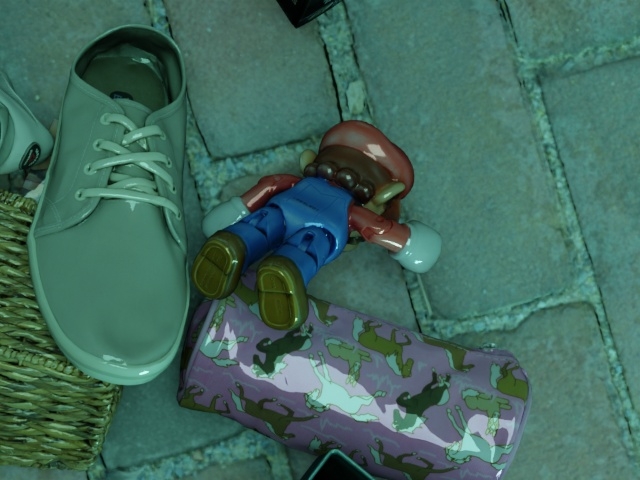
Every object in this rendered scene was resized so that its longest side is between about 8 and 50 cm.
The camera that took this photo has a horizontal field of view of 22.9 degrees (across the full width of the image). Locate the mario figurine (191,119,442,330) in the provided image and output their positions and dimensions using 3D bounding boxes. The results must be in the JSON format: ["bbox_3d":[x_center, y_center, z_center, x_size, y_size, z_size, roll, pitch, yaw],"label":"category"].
[{"bbox_3d":[0.000,0.000,1.722,0.198,0.170,0.320,53,42,-3],"label":"mario figurine"}]

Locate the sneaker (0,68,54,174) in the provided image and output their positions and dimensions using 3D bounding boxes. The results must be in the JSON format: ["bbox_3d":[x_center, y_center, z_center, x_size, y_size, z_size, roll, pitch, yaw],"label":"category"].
[{"bbox_3d":[-0.429,-0.174,1.746,0.330,0.146,0.122,41,106,20],"label":"sneaker"}]

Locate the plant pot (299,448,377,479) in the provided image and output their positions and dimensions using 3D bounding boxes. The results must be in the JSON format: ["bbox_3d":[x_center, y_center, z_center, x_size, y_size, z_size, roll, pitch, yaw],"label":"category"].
[{"bbox_3d":[0.013,0.333,1.672,0.165,0.234,0.165,39,81,-1],"label":"plant pot"}]

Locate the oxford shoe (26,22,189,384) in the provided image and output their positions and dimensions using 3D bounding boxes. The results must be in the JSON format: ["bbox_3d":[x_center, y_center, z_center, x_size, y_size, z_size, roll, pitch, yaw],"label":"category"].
[{"bbox_3d":[-0.209,-0.056,1.641,0.169,0.130,0.449,11,51,-17],"label":"oxford shoe"}]

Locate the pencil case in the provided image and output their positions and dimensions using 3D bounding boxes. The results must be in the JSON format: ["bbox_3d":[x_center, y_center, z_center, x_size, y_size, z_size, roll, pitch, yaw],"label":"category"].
[{"bbox_3d":[0.032,0.154,1.737,0.386,0.160,0.167,18,37,-5],"label":"pencil case"}]

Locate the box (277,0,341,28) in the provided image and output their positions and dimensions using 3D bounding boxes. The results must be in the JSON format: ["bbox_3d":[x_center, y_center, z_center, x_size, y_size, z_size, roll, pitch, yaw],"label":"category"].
[{"bbox_3d":[-0.037,-0.349,1.788,0.077,0.147,0.180,-33,89,-10],"label":"box"}]

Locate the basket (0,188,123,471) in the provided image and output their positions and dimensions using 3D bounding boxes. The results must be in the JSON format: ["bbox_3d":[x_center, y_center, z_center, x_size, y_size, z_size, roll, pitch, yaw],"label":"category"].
[{"bbox_3d":[-0.346,0.095,1.697,0.299,0.213,0.223,15,45,-5],"label":"basket"}]

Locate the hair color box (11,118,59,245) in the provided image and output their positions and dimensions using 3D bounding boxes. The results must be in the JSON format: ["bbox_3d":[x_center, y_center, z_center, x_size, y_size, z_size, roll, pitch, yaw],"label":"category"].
[{"bbox_3d":[-0.291,-0.040,1.768,0.093,0.053,0.167,23,80,-4],"label":"hair color box"}]
